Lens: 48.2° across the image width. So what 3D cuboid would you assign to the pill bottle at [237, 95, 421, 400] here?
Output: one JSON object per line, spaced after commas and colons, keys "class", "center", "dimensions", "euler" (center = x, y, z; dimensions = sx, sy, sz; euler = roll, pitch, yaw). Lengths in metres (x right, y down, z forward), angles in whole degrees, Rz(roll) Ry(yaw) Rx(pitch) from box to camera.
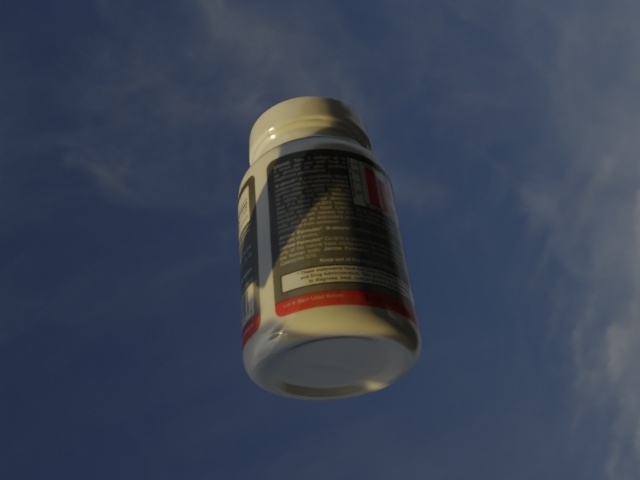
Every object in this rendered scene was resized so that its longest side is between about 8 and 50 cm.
{"class": "pill bottle", "center": [0.000, 0.000, 0.918], "dimensions": [0.210, 0.210, 0.363], "euler": [26, -136, -37]}
